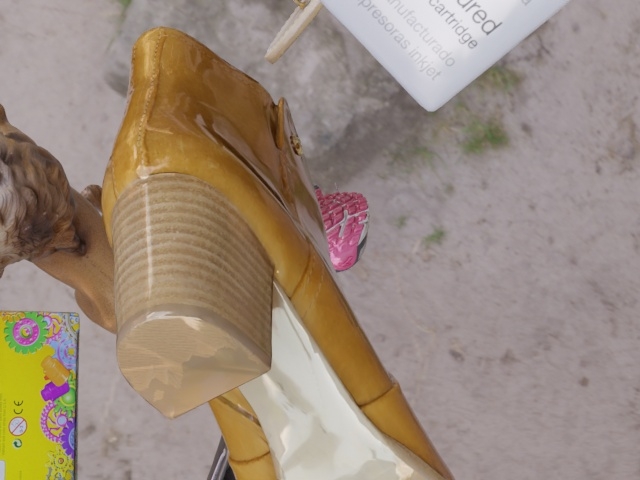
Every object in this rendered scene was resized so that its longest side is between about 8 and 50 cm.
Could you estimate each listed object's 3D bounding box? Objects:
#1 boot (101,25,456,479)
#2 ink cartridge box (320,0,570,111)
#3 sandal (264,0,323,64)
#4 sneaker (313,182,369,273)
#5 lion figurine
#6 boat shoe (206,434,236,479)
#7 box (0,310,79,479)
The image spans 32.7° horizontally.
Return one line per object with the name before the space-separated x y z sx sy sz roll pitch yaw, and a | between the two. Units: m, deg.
boot | -0.005 0.043 0.552 0.104 0.295 0.211 -23 39 16
ink cartridge box | 0.085 -0.233 0.455 0.289 0.211 0.121 -39 24 22
sandal | 0.011 -0.224 0.685 0.079 0.088 0.240 36 123 -13
sneaker | 0.000 0.000 1.389 0.120 0.299 0.112 -20 102 -9
lion figurine | -0.252 0.004 1.087 0.142 0.392 0.240 -51 47 2
boat shoe | -0.095 0.312 1.437 0.112 0.095 0.335 14 59 -6
box | -0.332 0.204 0.884 0.279 0.177 0.290 -10 79 54
